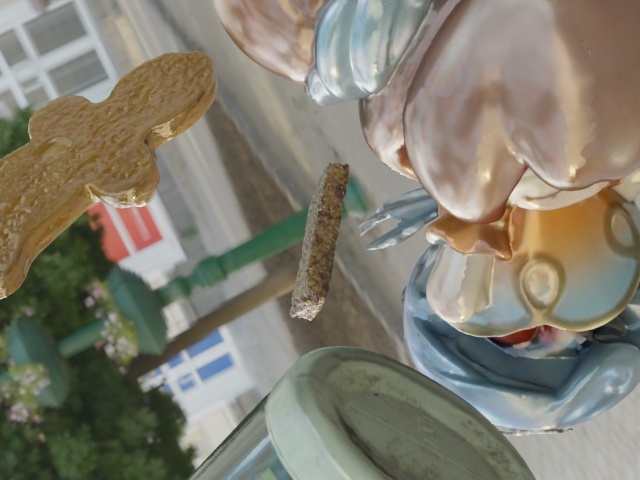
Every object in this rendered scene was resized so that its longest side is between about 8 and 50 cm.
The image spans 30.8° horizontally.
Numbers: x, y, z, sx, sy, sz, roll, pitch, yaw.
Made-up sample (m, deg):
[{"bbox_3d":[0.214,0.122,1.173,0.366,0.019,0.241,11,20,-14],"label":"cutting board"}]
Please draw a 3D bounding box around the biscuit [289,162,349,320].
[{"bbox_3d":[0.000,0.000,1.407,0.064,0.034,0.199,124,160,-57],"label":"biscuit"}]

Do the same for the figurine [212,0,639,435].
[{"bbox_3d":[0.117,-0.077,0.710,0.248,0.277,0.388,47,165,31],"label":"figurine"}]

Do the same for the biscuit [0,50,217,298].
[{"bbox_3d":[-0.236,-0.070,1.150,0.216,0.340,0.047,31,157,41],"label":"biscuit"}]

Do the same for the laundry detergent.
[{"bbox_3d":[-0.029,0.132,0.412,0.099,0.225,0.070,27,-145,-22],"label":"laundry detergent"}]
